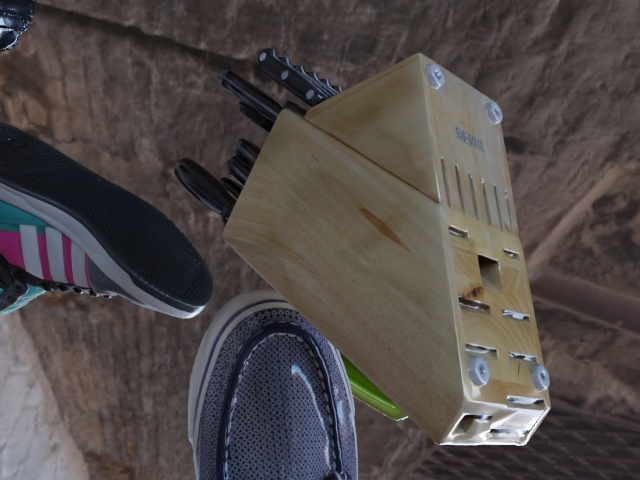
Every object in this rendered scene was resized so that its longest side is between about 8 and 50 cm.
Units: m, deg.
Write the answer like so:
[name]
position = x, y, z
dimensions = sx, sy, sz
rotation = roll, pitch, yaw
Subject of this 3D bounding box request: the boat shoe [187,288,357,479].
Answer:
[boat shoe]
position = -0.011, 0.208, 0.466
dimensions = 0.158, 0.127, 0.341
rotation = -169, -106, -71

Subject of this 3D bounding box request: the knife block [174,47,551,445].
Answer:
[knife block]
position = 0.000, 0.000, 0.465
dimensions = 0.242, 0.088, 0.276
rotation = -22, -116, 39

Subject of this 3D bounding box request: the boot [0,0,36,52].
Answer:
[boot]
position = -0.284, -0.210, 0.611
dimensions = 0.121, 0.045, 0.099
rotation = -43, 165, 20

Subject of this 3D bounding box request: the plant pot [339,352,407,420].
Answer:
[plant pot]
position = 0.092, 0.049, 0.888
dimensions = 0.228, 0.227, 0.207
rotation = -44, -163, 39

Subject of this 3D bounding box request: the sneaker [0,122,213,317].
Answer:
[sneaker]
position = -0.274, 0.025, 0.769
dimensions = 0.178, 0.295, 0.124
rotation = -49, -170, 33
